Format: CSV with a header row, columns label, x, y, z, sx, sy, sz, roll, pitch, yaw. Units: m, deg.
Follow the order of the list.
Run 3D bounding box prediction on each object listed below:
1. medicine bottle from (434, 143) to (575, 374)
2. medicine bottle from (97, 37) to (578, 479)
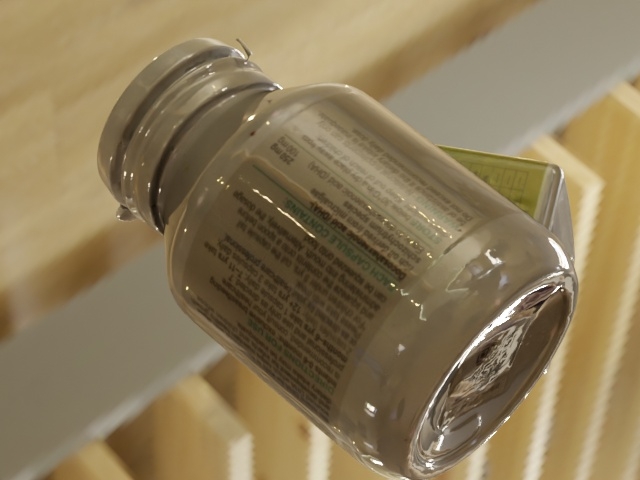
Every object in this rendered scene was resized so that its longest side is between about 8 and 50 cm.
label,x,y,z,sx,sy,sz,roll,pitch,yaw
medicine bottle,0.038,0.003,1.082,0.132,0.189,0.088,67,-144,-65
medicine bottle,0.000,0.000,0.913,0.135,0.215,0.135,-39,-27,-25
